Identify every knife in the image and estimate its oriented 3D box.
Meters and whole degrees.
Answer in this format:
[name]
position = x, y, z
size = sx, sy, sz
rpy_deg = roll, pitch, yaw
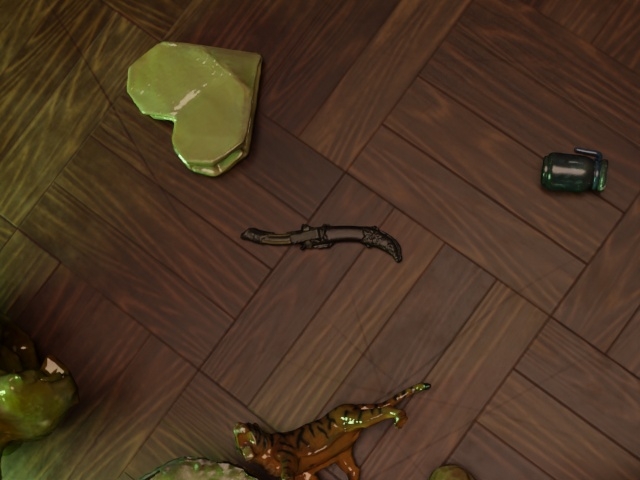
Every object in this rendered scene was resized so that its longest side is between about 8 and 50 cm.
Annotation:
[knife]
position = 0.001, -0.006, 1.404
size = 0.222, 0.021, 0.046
rpy_deg = 7, 84, 8

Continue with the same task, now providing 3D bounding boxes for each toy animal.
[toy animal]
position = 0.026, 0.246, 1.330
size = 0.255, 0.114, 0.116
rpy_deg = -25, 48, -11

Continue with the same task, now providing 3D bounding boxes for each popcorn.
[popcorn]
position = -0.491, 0.177, 1.287
size = 0.321, 0.325, 0.290
rpy_deg = 42, 92, 4

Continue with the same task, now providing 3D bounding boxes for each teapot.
[teapot]
position = 0.331, -0.090, 1.364
size = 0.083, 0.063, 0.049
rpy_deg = 6, 113, 6

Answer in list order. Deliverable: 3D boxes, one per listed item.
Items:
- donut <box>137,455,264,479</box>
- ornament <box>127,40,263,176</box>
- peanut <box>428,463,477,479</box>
[donut]
position = -0.141, 0.407, 1.316
size = 0.272, 0.107, 0.272
rpy_deg = -1, 83, 12
[ornament]
position = -0.154, -0.205, 1.444
size = 0.180, 0.059, 0.201
rpy_deg = -39, 75, -3
[peanut]
position = 0.178, 0.356, 1.276
size = 0.080, 0.080, 0.175
rpy_deg = -15, 64, 5
